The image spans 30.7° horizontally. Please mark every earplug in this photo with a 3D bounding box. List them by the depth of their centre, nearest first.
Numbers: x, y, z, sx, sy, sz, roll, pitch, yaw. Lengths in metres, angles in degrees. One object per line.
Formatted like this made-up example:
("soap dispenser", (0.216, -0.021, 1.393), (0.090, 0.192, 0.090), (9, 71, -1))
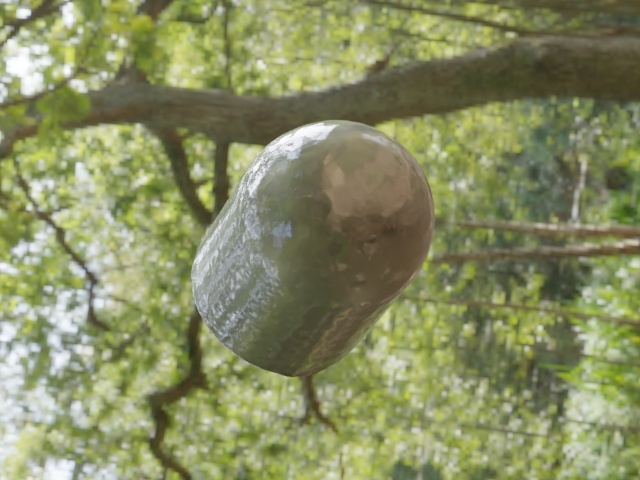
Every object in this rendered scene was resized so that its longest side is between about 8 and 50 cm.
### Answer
("earplug", (0.000, 0.000, 1.771), (0.394, 0.313, 0.312), (128, 157, -58))
